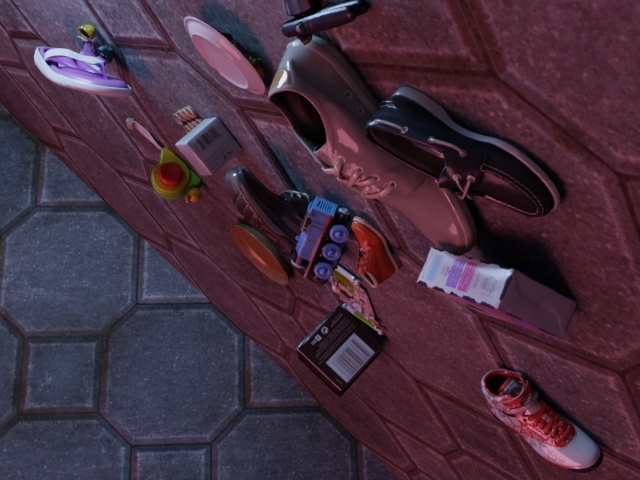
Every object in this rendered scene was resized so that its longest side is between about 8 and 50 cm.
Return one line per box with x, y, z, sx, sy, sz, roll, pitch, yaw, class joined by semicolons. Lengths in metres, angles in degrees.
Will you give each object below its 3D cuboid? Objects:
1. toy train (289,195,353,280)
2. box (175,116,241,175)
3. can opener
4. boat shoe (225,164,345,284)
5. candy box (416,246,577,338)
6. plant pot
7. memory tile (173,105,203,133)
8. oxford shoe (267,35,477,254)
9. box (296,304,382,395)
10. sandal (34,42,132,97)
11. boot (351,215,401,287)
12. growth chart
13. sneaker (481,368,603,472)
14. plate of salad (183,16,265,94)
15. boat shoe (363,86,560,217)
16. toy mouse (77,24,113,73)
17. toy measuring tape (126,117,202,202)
0.000;0.000;1.749;0.105;0.080;0.184;24;119;1;toy train
-0.263;-0.220;1.923;0.102;0.101;0.087;53;161;-21;box
0.000;-0.324;1.192;0.186;0.059;0.073;18;147;55;can opener
-0.074;-0.052;1.837;0.355;0.130;0.132;49;166;-32;boat shoe
0.285;0.084;1.340;0.165;0.070;0.196;25;176;-34;candy box
-0.169;0.034;2.385;0.236;0.032;0.236;41;162;16;plant pot
-0.313;-0.283;2.040;0.113;0.012;0.148;51;162;-16;memory tile
0.078;-0.129;1.338;0.449;0.130;0.169;46;158;-11;oxford shoe
0.050;0.306;2.241;0.167;0.168;0.203;42;168;10;box
-0.620;-0.453;2.079;0.416;0.169;0.102;29;116;42;sandal
0.099;0.025;1.696;0.158;0.085;0.059;55;161;-23;boot
0.073;0.132;2.088;0.172;0.021;0.237;31;156;40;growth chart
0.441;0.361;1.668;0.270;0.090;0.145;31;160;43;sneaker
-0.173;-0.351;1.534;0.200;0.048;0.200;39;171;7;plate of salad
0.197;-0.108;1.177;0.303;0.091;0.114;35;160;29;boat shoe
-0.572;-0.496;2.111;0.161;0.031;0.143;22;151;50;toy mouse
-0.478;-0.217;2.382;0.330;0.121;0.121;42;162;10;toy measuring tape
